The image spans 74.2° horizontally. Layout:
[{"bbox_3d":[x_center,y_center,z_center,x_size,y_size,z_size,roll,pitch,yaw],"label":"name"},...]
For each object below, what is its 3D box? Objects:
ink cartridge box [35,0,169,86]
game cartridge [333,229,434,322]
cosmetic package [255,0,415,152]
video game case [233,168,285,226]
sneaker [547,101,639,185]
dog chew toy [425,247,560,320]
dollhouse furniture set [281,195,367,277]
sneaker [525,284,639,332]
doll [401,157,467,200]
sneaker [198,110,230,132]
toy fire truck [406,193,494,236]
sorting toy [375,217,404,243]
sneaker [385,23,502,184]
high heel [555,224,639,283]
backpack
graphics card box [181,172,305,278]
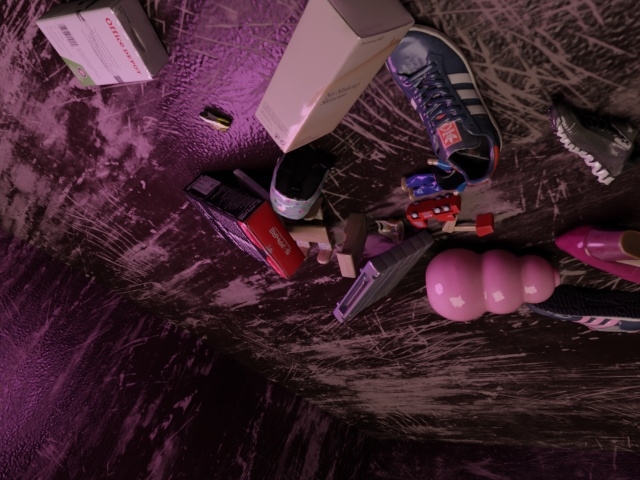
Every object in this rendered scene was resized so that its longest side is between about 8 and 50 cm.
[{"bbox_3d":[-0.476,-0.442,0.940,0.220,0.092,0.160,4,142,21],"label":"ink cartridge box"},{"bbox_3d":[0.180,0.113,1.277,0.068,0.230,0.355,50,148,16],"label":"game cartridge"},{"bbox_3d":[0.011,-0.313,0.791,0.113,0.160,0.309,53,146,3],"label":"cosmetic package"},{"bbox_3d":[-0.169,-0.095,1.237,0.183,0.023,0.201,39,159,37],"label":"video game case"},{"bbox_3d":[0.531,-0.201,0.804,0.234,0.078,0.106,32,140,-23],"label":"sneaker"},{"bbox_3d":[0.466,0.113,1.160,0.333,0.206,0.206,-7,137,20],"label":"dog chew toy"},{"bbox_3d":[0.000,0.000,1.247,0.243,0.160,0.212,6,143,19],"label":"dollhouse furniture set"},{"bbox_3d":[0.754,0.212,1.216,0.320,0.112,0.131,7,140,19],"label":"sneaker"},{"bbox_3d":[0.287,-0.152,1.007,0.189,0.046,0.129,-15,134,39],"label":"doll"},{"bbox_3d":[-0.273,-0.301,1.086,0.084,0.031,0.035,24,145,-6],"label":"sneaker"},{"bbox_3d":[0.338,-0.059,1.107,0.192,0.047,0.135,-12,135,38],"label":"toy fire truck"},{"bbox_3d":[0.197,-0.036,1.213,0.075,0.044,0.083,9,144,27],"label":"sorting toy"},{"bbox_3d":[0.243,-0.246,0.813,0.350,0.148,0.131,39,140,-25],"label":"sneaker"},{"bbox_3d":[0.776,0.051,1.034,0.378,0.127,0.181,26,173,-16],"label":"high heel"},{"bbox_3d":[-0.053,-0.145,1.061,0.152,0.181,0.115,17,145,3],"label":"backpack"},{"bbox_3d":[-0.226,-0.050,1.216,0.371,0.094,0.232,24,155,45],"label":"graphics card box"}]
